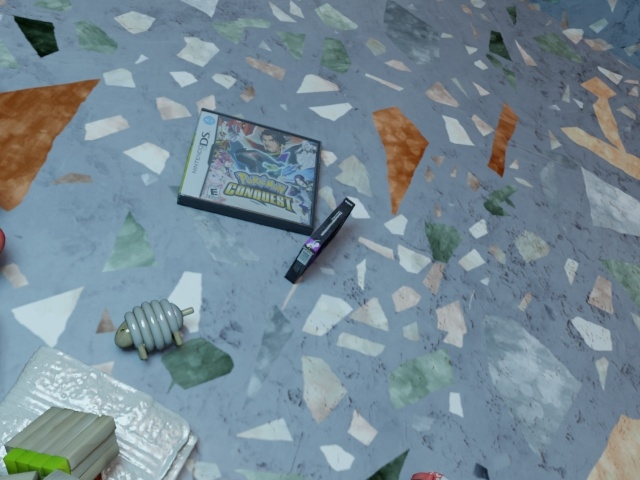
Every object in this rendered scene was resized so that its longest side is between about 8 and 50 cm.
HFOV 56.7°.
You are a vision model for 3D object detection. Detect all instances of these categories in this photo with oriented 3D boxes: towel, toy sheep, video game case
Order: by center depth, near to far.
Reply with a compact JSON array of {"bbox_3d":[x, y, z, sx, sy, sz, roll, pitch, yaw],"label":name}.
[{"bbox_3d":[-0.334,0.288,0.850,0.282,0.049,0.187,27,51,-1],"label":"towel"},{"bbox_3d":[-0.267,0.138,0.959,0.132,0.091,0.091,-20,66,-26],"label":"toy sheep"},{"bbox_3d":[-0.137,-0.147,1.237,0.275,0.035,0.248,14,53,-12],"label":"video game case"}]

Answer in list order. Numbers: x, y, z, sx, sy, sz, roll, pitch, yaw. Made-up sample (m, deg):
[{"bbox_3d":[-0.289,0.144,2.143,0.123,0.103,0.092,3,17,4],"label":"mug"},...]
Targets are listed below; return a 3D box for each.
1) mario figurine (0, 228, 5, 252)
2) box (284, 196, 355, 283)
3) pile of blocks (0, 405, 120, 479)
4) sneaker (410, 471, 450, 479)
[{"bbox_3d":[-0.628,-0.056,0.890,0.321,0.170,0.198,22,85,3],"label":"mario figurine"},{"bbox_3d":[0.000,0.000,1.138,0.029,0.116,0.162,37,52,3],"label":"box"},{"bbox_3d":[-0.332,0.340,0.667,0.149,0.112,0.362,-6,21,-2],"label":"pile of blocks"},{"bbox_3d":[0.122,0.426,0.910,0.270,0.090,0.145,18,51,-14],"label":"sneaker"}]
